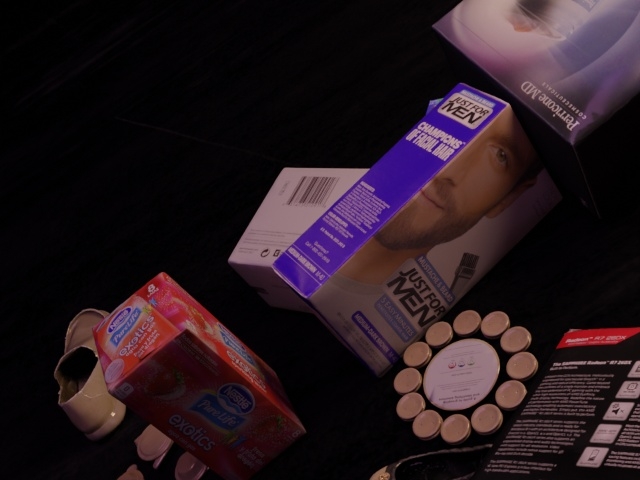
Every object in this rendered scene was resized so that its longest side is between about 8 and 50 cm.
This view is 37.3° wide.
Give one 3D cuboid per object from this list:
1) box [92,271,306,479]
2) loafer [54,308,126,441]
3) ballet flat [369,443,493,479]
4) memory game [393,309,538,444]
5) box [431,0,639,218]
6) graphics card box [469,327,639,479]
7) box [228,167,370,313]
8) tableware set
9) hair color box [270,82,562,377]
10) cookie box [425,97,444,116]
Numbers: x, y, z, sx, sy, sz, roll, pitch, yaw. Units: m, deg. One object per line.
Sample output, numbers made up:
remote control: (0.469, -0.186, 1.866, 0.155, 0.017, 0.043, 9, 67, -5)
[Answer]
box: (-0.149, 0.176, 1.179, 0.123, 0.257, 0.128, -40, 37, 3)
loafer: (-0.361, 0.189, 1.481, 0.102, 0.092, 0.268, -35, 38, 7)
ballet flat: (0.128, 0.250, 1.042, 0.173, 0.049, 0.057, -19, 41, 25)
memory game: (0.170, 0.160, 1.128, 0.186, 0.012, 0.186, -22, 41, 21)
box: (0.354, -0.241, 1.195, 0.294, 0.183, 0.296, -40, 50, 2)
graphics card box: (0.243, 0.218, 0.795, 0.233, 0.094, 0.371, -9, 28, 48)
box: (0.000, 0.000, 1.345, 0.181, 0.119, 0.182, 4, 56, 42)
tableware set: (-0.223, 0.323, 1.291, 0.141, 0.020, 0.169, -52, 40, -12)
hair color box: (0.127, -0.012, 1.197, 0.339, 0.185, 0.110, -45, 38, -6)
cookie box: (0.198, -0.166, 1.409, 0.092, 0.040, 0.107, -8, 49, 34)
